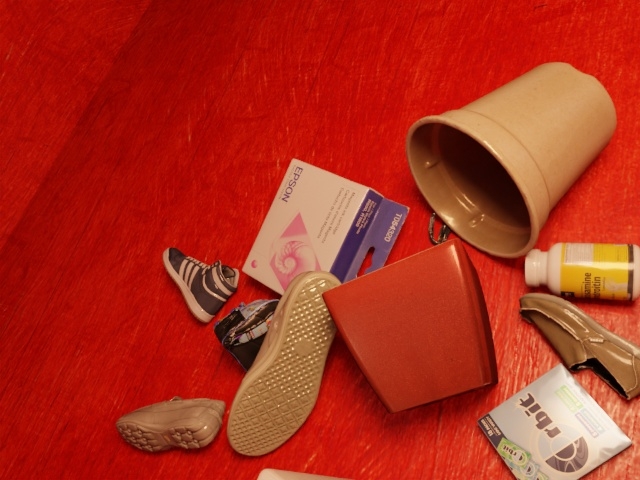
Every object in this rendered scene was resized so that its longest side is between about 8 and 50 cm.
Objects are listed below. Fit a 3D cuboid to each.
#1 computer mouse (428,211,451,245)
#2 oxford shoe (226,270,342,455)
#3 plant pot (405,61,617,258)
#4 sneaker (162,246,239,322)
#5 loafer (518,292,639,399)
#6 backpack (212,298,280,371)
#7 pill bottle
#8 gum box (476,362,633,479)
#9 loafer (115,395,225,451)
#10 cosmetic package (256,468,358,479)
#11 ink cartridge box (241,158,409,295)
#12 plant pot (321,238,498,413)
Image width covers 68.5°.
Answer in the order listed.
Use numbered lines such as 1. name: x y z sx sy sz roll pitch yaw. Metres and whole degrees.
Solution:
1. computer mouse: 0.317 -0.097 1.114 0.071 0.041 0.242 25 82 16
2. oxford shoe: -0.073 0.267 1.041 0.449 0.169 0.130 -67 14 6
3. plant pot: 0.398 -0.186 0.955 0.305 0.333 0.334 -38 50 -11
4. sneaker: -0.337 0.084 1.341 0.153 0.099 0.282 -45 57 7
5. loafer: 0.455 0.181 0.829 0.087 0.094 0.251 -48 51 -8
6. backpack: -0.147 0.213 1.128 0.173 0.158 0.117 -41 31 -14
7. pill bottle: 0.486 0.056 0.878 0.184 0.103 0.103 1 64 31
8. gum box: 0.396 0.331 0.811 0.184 0.041 0.157 -38 51 7
9. loafer: -0.370 0.447 1.162 0.320 0.112 0.111 -11 23 26
10. cosmetic package: 0.062 0.559 0.646 0.330 0.394 0.327 17 73 37
11. ink cartridge box: 0.000 0.000 1.146 0.330 0.071 0.324 25 92 31
12. plant pot: 0.198 0.182 0.890 0.268 0.267 0.235 -25 66 16
